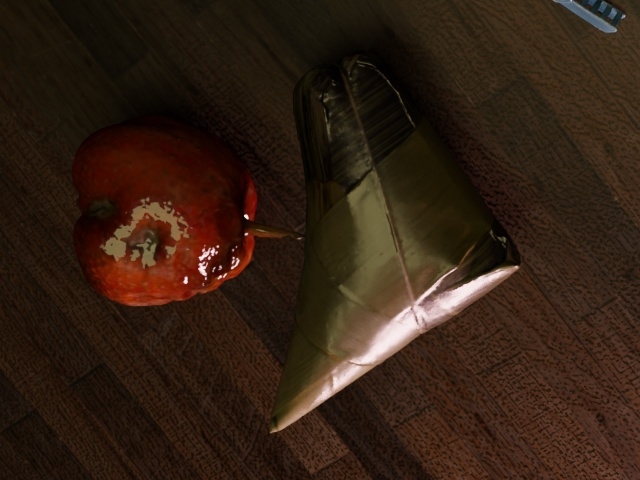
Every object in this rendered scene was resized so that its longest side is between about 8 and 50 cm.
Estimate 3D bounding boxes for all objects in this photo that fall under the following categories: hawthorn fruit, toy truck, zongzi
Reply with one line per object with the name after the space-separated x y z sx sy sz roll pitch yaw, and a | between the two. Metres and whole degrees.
-0.136 -0.024 1.580 0.243 0.207 0.207 8 115 7 | hawthorn fruit
0.241 -0.260 1.432 0.136 0.063 0.074 34 141 3 | toy truck
0.000 0.000 1.522 0.318 0.154 0.289 -36 96 -1 | zongzi
